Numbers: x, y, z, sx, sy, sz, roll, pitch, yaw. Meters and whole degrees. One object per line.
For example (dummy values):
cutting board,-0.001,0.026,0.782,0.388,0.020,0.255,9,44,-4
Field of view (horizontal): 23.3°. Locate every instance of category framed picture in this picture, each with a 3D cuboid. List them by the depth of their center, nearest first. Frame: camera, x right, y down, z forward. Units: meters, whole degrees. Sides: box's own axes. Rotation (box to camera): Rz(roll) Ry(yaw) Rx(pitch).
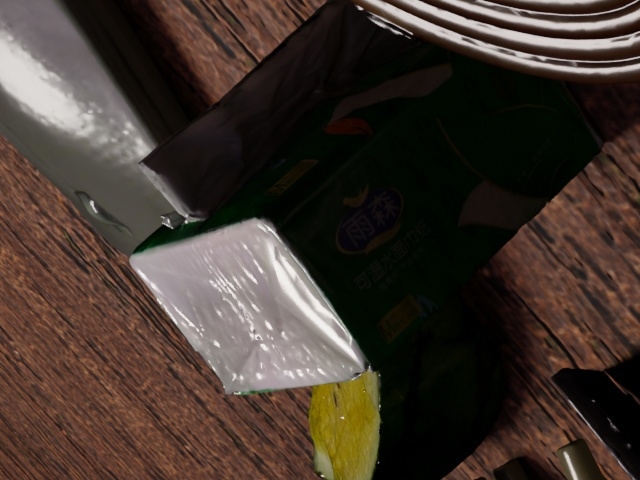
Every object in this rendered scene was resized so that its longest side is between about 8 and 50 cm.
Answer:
framed picture,0.216,0.166,0.788,0.255,0.014,0.338,51,-173,12

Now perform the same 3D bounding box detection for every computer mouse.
computer mouse,-0.194,-0.107,1.115,0.331,0.095,0.197,56,152,-16

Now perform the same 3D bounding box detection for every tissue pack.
tissue pack,0.012,-0.040,0.833,0.156,0.209,0.148,55,148,-11

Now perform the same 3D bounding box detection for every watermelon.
watermelon,0.047,0.110,1.077,0.129,0.123,0.301,54,158,17

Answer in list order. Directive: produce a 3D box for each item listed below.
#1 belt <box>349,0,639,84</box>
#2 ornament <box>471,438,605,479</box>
belt,0.057,-0.201,0.677,0.338,0.122,0.217,30,147,23
ornament,0.206,0.240,0.997,0.245,0.061,0.230,63,152,9
